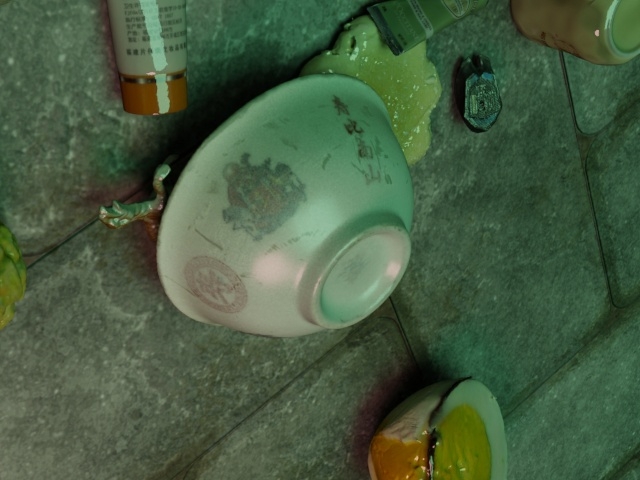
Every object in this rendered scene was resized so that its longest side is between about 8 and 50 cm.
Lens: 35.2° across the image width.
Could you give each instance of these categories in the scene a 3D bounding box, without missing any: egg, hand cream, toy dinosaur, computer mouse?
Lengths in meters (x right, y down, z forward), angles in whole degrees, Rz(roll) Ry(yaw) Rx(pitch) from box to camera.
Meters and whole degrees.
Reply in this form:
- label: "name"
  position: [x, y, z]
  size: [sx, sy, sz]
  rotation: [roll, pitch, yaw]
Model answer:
- label: "egg"
  position: [0.208, 0.412, 1.903]
  size: [0.337, 0.201, 0.336]
  rotation: [-4, 95, -53]
- label: "hand cream"
  position: [0.178, -0.356, 1.559]
  size: [0.235, 0.055, 0.086]
  rotation: [-28, 84, -33]
- label: "toy dinosaur"
  position: [-0.143, -0.067, 1.457]
  size: [0.393, 0.092, 0.205]
  rotation: [19, 104, -56]
- label: "hand cream"
  position: [-0.223, -0.316, 1.267]
  size: [0.140, 0.089, 0.314]
  rotation: [-13, 116, -34]
- label: "computer mouse"
  position: [0.261, -0.248, 1.706]
  size: [0.079, 0.047, 0.135]
  rotation: [-17, 111, -23]

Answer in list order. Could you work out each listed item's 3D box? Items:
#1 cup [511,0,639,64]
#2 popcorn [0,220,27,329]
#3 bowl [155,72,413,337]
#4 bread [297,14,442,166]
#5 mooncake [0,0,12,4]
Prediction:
- label: "cup"
  position: [0.425, -0.415, 1.639]
  size: [0.173, 0.202, 0.255]
  rotation: [-43, 131, -12]
- label: "popcorn"
  position: [-0.467, 0.041, 1.197]
  size: [0.235, 0.181, 0.216]
  rotation: [-9, 116, -40]
- label: "bowl"
  position: [0.000, 0.000, 1.437]
  size: [0.435, 0.196, 0.434]
  rotation: [-29, 142, -26]
- label: "bread"
  position: [0.075, -0.198, 1.584]
  size: [0.316, 0.054, 0.316]
  rotation: [-20, 124, -32]
- label: "mooncake"
  position: [-0.367, -0.338, 1.150]
  size: [0.130, 0.073, 0.125]
  rotation: [-32, 132, -19]
